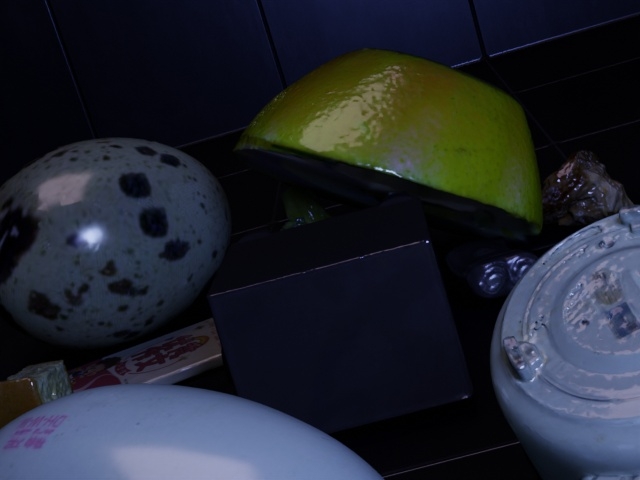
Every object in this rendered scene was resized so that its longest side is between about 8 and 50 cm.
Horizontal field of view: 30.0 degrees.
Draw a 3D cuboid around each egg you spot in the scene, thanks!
[{"bbox_3d":[-0.102,0.215,0.835,0.371,0.230,0.230,-3,21,29],"label":"egg"},{"bbox_3d":[-0.291,0.002,1.657,0.379,0.287,0.287,-12,10,-37],"label":"egg"}]

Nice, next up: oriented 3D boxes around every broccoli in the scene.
[{"bbox_3d":[0.000,0.000,1.596,0.167,0.160,0.154,-27,-14,7],"label":"broccoli"}]

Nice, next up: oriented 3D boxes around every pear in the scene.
[{"bbox_3d":[0.102,-0.129,1.497,0.399,0.165,0.399,17,-4,1],"label":"pear"}]

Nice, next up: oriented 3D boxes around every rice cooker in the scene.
[{"bbox_3d":[0.240,0.116,0.811,0.226,0.244,0.226,-19,42,18],"label":"rice cooker"}]

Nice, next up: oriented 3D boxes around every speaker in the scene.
[{"bbox_3d":[0.021,0.079,1.255,0.232,0.184,0.254,-15,12,5],"label":"speaker"}]

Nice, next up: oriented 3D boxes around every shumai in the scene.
[{"bbox_3d":[0.334,-0.055,1.567,0.123,0.139,0.105,-44,49,6],"label":"shumai"}]

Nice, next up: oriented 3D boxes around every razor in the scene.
[{"bbox_3d":[0.203,0.035,1.435,0.090,0.054,0.148,-12,9,-7],"label":"razor"}]

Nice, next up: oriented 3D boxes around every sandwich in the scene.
[{"bbox_3d":[-0.384,0.216,1.321,0.235,0.128,0.122,-14,8,9],"label":"sandwich"}]

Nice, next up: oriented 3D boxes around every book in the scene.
[{"bbox_3d":[-0.224,0.161,1.523,0.232,0.022,0.162,-21,16,-9],"label":"book"}]
